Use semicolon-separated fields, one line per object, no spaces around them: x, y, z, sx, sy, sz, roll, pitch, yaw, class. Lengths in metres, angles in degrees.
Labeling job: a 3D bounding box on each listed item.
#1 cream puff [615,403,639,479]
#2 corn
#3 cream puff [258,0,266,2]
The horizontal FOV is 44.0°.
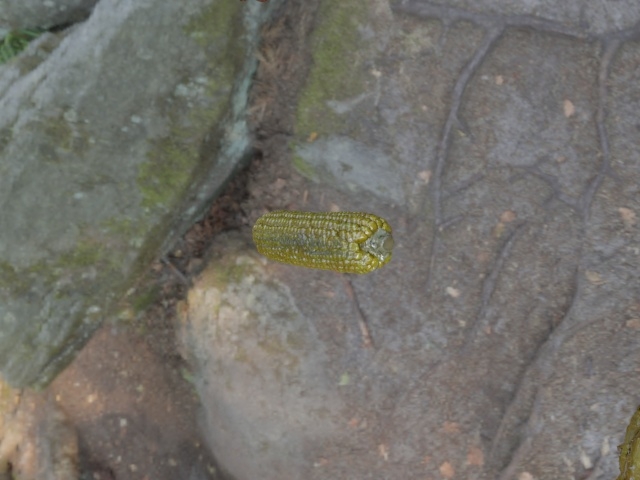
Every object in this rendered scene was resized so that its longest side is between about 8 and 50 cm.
0.223;0.138;0.382;0.150;0.115;0.165;-29;71;2;cream puff
0.000;0.000;0.885;0.207;0.068;0.068;3;86;46;corn
-0.093;-0.306;0.508;0.228;0.350;0.350;-31;60;16;cream puff
